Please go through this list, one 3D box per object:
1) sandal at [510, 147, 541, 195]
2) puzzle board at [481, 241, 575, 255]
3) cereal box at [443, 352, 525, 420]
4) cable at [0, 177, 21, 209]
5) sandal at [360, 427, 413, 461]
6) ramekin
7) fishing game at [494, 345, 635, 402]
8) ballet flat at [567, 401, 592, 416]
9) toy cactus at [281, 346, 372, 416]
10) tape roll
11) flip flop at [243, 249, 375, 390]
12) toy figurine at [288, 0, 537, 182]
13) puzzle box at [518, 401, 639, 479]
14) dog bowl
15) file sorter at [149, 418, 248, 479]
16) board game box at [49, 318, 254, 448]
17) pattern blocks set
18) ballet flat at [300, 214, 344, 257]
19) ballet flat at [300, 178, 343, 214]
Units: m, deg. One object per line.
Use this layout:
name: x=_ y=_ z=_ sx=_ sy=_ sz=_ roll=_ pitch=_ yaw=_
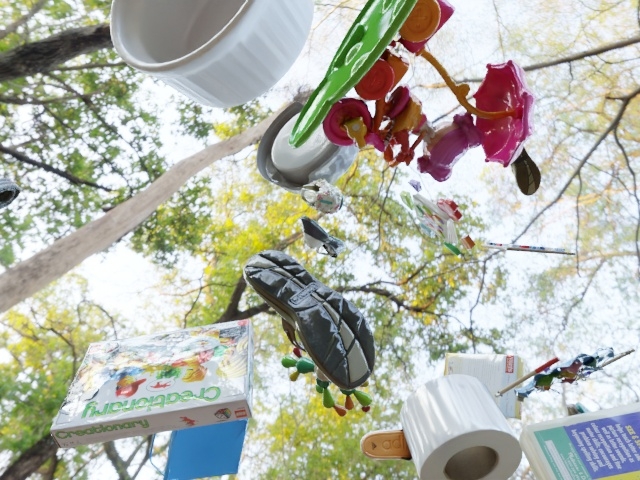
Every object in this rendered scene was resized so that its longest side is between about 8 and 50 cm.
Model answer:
sandal: x=0.580 y=-0.216 z=1.297 sx=0.072 sy=0.049 sz=0.180 roll=-24 pitch=-97 yaw=6
puzzle board: x=0.317 y=0.012 z=0.696 sx=0.096 sy=0.128 sz=0.011 roll=4 pitch=-88 yaw=4
cereal box: x=0.473 y=0.424 z=1.313 sx=0.047 sy=0.173 sz=0.240 roll=32 pitch=-29 yaw=-33
cable: x=-0.591 y=-0.029 z=0.688 sx=0.072 sy=0.287 sz=0.140 roll=36 pitch=-77 yaw=5
sandal: x=0.250 y=0.588 z=1.280 sx=0.265 sy=0.102 sz=0.076 roll=-6 pitch=-17 yaw=-6
ramekin: x=-0.143 y=-0.326 z=0.626 sx=0.277 sy=0.278 sz=0.135 roll=-18 pitch=-22 yaw=22
fishing game: x=0.434 y=0.245 z=0.791 sx=0.264 sy=0.041 sz=0.189 roll=7 pitch=-43 yaw=-35
ballet flat: x=0.580 y=0.454 z=0.848 sx=0.342 sy=0.116 sz=0.124 roll=37 pitch=-69 yaw=-2
toy cactus: x=0.019 y=0.283 z=0.954 sx=0.219 sy=0.112 sz=0.181 roll=32 pitch=-31 yaw=19
tape roll: x=0.332 y=0.473 z=1.082 sx=0.245 sy=0.169 sz=0.246 roll=-4 pitch=-61 yaw=-7
flip flop: x=-0.023 y=0.123 z=0.709 sx=0.277 sy=0.112 sz=0.080 roll=39 pitch=-41 yaw=27
toy figurine: x=0.086 y=-0.102 z=0.349 sx=0.159 sy=0.130 sz=0.173 roll=30 pitch=-64 yaw=-19
puzzle box: x=0.439 y=0.375 z=0.478 sx=0.271 sy=0.409 sz=0.052 roll=-10 pitch=-48 yaw=-1
dog bowl: x=-0.030 y=-0.293 z=1.366 sx=0.348 sy=0.349 sz=0.102 roll=-22 pitch=-38 yaw=24
file sorter: x=-0.264 y=0.433 z=0.968 sx=0.170 sy=0.118 sz=0.104 roll=17 pitch=-10 yaw=-40
board game box: x=-0.270 y=0.239 z=0.775 sx=0.305 sy=0.193 sz=0.053 roll=-9 pitch=-59 yaw=-3
pattern blocks set: x=0.342 y=-0.063 z=1.341 sx=0.026 sy=0.285 sz=0.325 roll=-44 pitch=-44 yaw=-4
ballet flat: x=0.000 y=0.000 z=1.247 sx=0.074 sy=0.074 sz=0.203 roll=-23 pitch=-32 yaw=24
ballet flat: x=-0.010 y=-0.121 z=1.172 sx=0.077 sy=0.241 sz=0.091 roll=7 pitch=-84 yaw=-18
